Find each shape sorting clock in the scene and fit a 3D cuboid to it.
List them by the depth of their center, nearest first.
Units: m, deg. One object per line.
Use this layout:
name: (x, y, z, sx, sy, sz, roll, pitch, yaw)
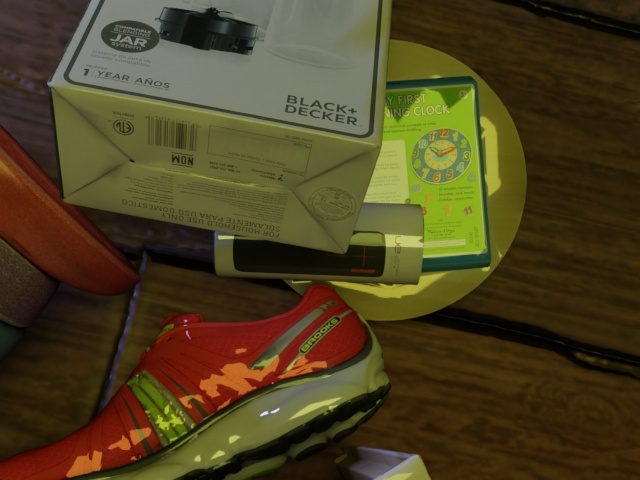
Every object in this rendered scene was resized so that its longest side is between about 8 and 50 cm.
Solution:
shape sorting clock: (0.045, -0.045, 0.580, 0.206, 0.040, 0.206, 0, 88, 0)

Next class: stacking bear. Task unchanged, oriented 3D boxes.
stacking bear: (-0.281, 0.053, 0.473, 0.289, 0.164, 0.175, -43, 86, -8)

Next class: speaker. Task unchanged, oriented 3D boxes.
speaker: (0.000, 0.000, 0.530, 0.136, 0.055, 0.055, 3, 78, 0)

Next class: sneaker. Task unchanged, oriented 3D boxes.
sneaker: (-0.096, 0.110, 0.520, 0.279, 0.107, 0.118, -20, 61, -11)

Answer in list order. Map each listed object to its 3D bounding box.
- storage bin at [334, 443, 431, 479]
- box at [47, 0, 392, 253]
storage bin: (-0.056, 0.223, 0.402, 0.262, 0.260, 0.123, -29, 82, -11)
box: (-0.043, -0.140, 0.505, 0.169, 0.087, 0.290, 9, 50, -4)
